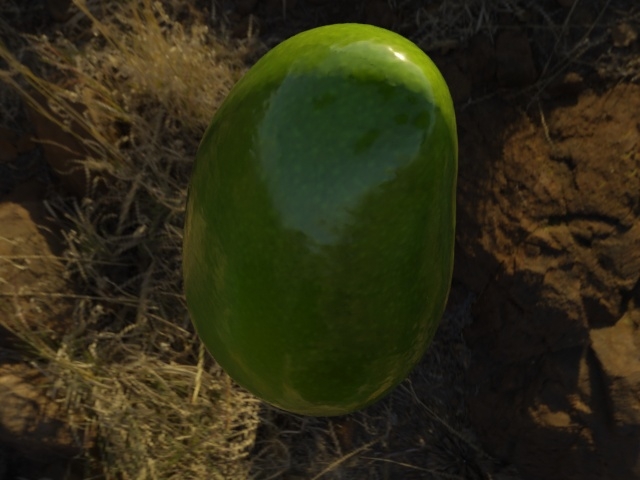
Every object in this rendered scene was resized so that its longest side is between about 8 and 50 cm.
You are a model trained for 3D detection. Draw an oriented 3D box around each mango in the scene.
[{"bbox_3d":[0.000,0.000,0.510,0.156,0.343,0.192,-31,73,-23],"label":"mango"}]
